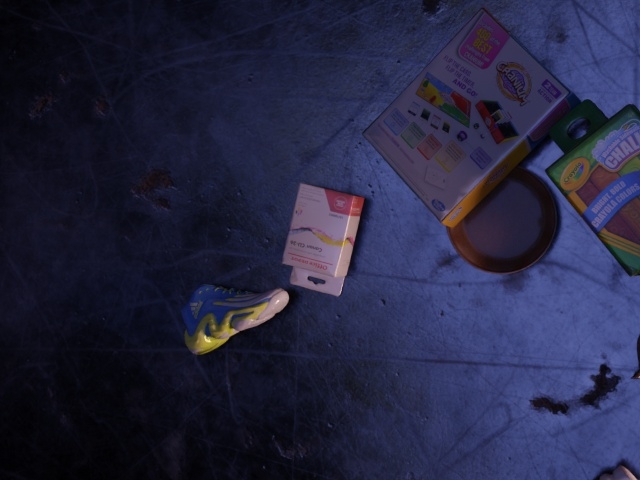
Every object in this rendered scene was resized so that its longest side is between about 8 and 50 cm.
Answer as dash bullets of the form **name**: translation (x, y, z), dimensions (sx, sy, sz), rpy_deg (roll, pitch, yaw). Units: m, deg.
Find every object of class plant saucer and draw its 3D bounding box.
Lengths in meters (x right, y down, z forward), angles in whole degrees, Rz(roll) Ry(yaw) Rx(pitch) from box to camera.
- **plant saucer**: translation (0.325, -0.039, 1.865), dimensions (0.199, 0.036, 0.198), rpy_deg (0, 91, 21)

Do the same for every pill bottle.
- **pill bottle**: translation (0.490, 0.443, 1.789), dimensions (0.065, 0.065, 0.116), rpy_deg (46, 104, 14)

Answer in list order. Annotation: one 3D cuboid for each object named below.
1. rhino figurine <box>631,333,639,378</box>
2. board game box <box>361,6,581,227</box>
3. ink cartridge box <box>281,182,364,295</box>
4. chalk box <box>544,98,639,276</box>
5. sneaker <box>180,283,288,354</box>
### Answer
- **rhino figurine**: translation (0.592, 0.170, 1.748), dimensions (0.106, 0.073, 0.243), rpy_deg (24, 100, 15)
- **board game box**: translation (0.262, -0.217, 1.849), dimensions (0.316, 0.064, 0.242), rpy_deg (-45, 64, 15)
- **ink cartridge box**: translation (0.000, 0.000, 1.969), dimensions (0.115, 0.067, 0.198), rpy_deg (14, 95, 19)
- **chalk box**: translation (0.499, -0.104, 1.724), dimensions (0.180, 0.179, 0.289), rpy_deg (-41, 77, 15)
- **sneaker**: translation (-0.181, 0.123, 2.025), dimensions (0.240, 0.091, 0.126), rpy_deg (-30, 80, 19)
